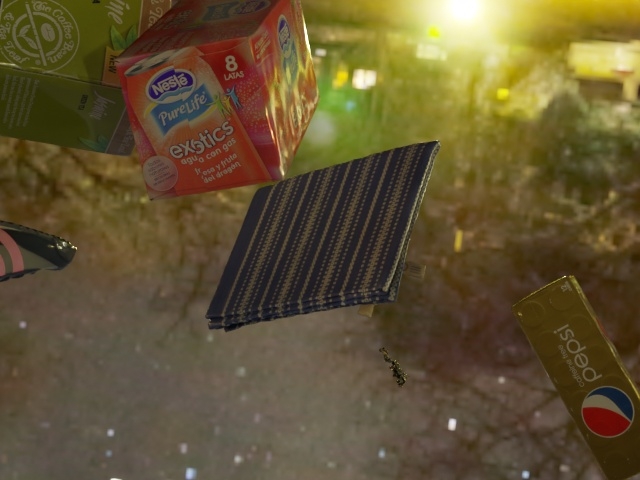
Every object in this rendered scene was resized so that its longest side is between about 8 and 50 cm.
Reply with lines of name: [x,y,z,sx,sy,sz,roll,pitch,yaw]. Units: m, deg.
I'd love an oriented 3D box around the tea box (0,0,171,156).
tea box: [-0.364,-0.317,1.666,0.324,0.329,0.220,9,160,-17]

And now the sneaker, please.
sneaker: [-0.474,0.033,1.754,0.112,0.131,0.319,1,172,43]

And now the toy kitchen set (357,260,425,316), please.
toy kitchen set: [0.091,0.063,1.693,0.075,0.083,0.068,13,176,6]

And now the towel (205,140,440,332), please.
towel: [0.000,0.000,1.699,0.336,0.243,0.040,-13,138,43]

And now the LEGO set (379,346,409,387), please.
LEGO set: [0.115,0.193,1.961,0.023,0.054,0.083,-29,150,-4]

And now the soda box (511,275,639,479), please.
soda box: [0.242,0.123,1.156,0.061,0.181,0.058,-31,171,14]

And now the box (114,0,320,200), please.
box: [-0.098,-0.169,1.371,0.142,0.154,0.300,-9,-160,11]
